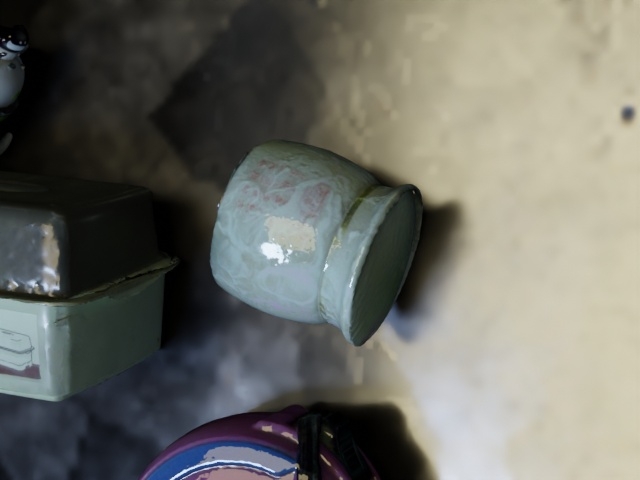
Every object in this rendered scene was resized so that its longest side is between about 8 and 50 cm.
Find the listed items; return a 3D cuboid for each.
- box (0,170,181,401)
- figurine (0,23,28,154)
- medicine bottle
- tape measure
[{"bbox_3d":[-0.289,0.030,1.221,0.291,0.220,0.166,7,102,21],"label":"box"},{"bbox_3d":[-0.345,-0.141,1.301,0.192,0.147,0.126,-40,88,28],"label":"figurine"},{"bbox_3d":[0.000,0.000,1.143,0.143,0.147,0.147,21,95,18],"label":"medicine bottle"},{"bbox_3d":[-0.045,0.266,1.151,0.232,0.149,0.245,-22,86,16],"label":"tape measure"}]
